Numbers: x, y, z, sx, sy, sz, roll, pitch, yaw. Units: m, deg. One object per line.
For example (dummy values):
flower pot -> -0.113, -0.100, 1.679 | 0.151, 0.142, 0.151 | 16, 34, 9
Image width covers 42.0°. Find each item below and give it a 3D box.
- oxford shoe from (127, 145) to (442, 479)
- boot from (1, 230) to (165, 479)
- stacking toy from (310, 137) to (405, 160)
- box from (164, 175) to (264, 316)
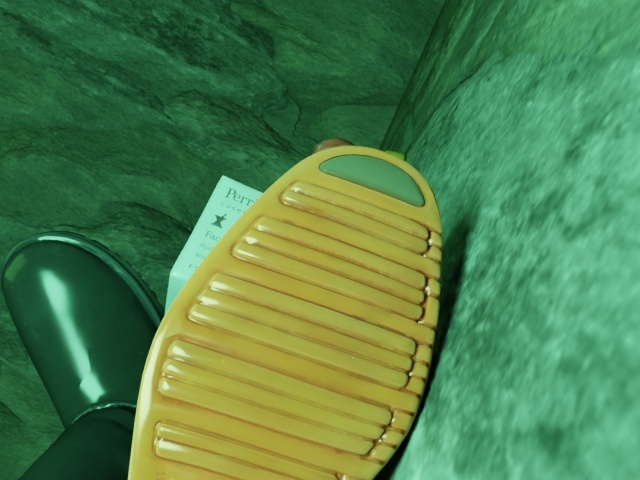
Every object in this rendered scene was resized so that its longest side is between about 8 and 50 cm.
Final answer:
oxford shoe -> -0.036, 0.121, 0.440 | 0.133, 0.130, 0.364 | 94, -161, -74
boot -> -0.227, 0.186, 0.740 | 0.146, 0.367, 0.445 | -34, 8, 10
stacking toy -> 0.000, 0.000, 1.171 | 0.309, 0.130, 0.279 | -67, 2, -70
box -> -0.049, 0.058, 0.822 | 0.182, 0.181, 0.119 | 114, 178, -58
